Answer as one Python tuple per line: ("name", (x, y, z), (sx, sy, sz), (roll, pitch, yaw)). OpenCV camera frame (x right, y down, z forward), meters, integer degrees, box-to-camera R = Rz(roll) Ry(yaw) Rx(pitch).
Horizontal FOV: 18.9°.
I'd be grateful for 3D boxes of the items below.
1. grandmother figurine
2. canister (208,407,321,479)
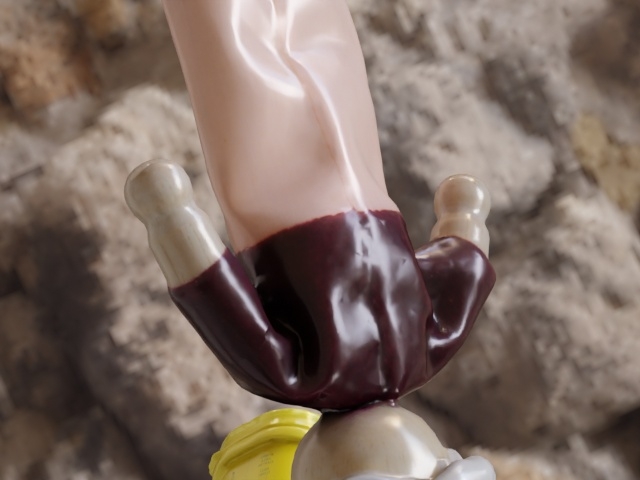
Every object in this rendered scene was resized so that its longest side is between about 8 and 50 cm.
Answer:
("grandmother figurine", (0.000, 0.000, 0.857), (0.104, 0.207, 0.342), (-31, -111, 55))
("canister", (-0.006, 0.183, 0.945), (0.126, 0.073, 0.170), (47, 28, -26))
